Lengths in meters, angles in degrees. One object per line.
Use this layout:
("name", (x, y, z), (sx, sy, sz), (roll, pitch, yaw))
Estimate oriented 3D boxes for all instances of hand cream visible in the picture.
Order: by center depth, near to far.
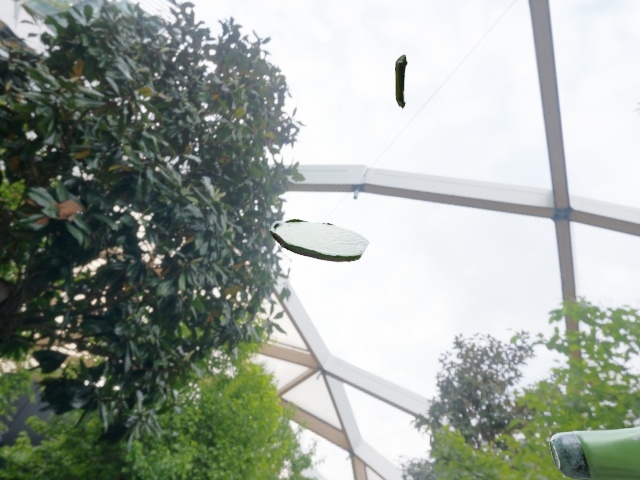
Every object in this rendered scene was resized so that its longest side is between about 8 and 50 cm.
("hand cream", (0.467, 0.344, 0.651), (0.175, 0.095, 0.046), (-4, -48, 7))

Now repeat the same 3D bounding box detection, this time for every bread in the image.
("bread", (0.000, 0.000, 0.900), (0.228, 0.228, 0.034), (14, -73, 3))

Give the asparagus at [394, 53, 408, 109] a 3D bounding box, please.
("asparagus", (0.163, -0.316, 0.822), (0.021, 0.025, 0.108), (-18, -57, -19))
